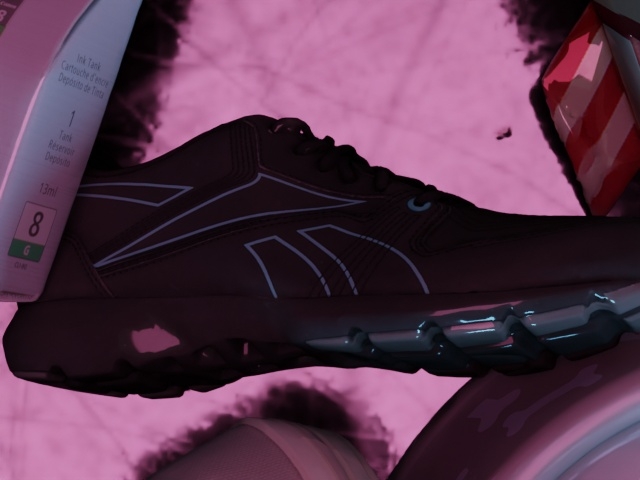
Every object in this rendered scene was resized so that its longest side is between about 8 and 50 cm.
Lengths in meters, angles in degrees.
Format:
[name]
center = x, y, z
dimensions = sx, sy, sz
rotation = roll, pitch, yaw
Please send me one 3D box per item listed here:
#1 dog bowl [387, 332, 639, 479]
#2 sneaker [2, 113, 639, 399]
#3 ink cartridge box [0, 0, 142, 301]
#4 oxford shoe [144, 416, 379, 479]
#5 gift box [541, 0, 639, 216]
[dog bowl]
center = 0.178, 0.185, 0.653
dimensions = 0.349, 0.102, 0.348
rotation = 0, 89, 1
[sneaker]
center = 0.000, 0.000, 0.643
dimensions = 0.267, 0.101, 0.106
rotation = -4, 75, 18
[ink cartridge box]
center = -0.156, -0.109, 0.660
dimensions = 0.181, 0.056, 0.224
rotation = 19, 92, 24
[oxford shoe]
center = -0.024, 0.288, 0.581
dimensions = 0.130, 0.169, 0.449
rotation = -5, 82, -29
[gift box]
center = 0.209, -0.105, 0.584
dimensions = 0.255, 0.258, 0.276
rotation = -18, 109, -1
